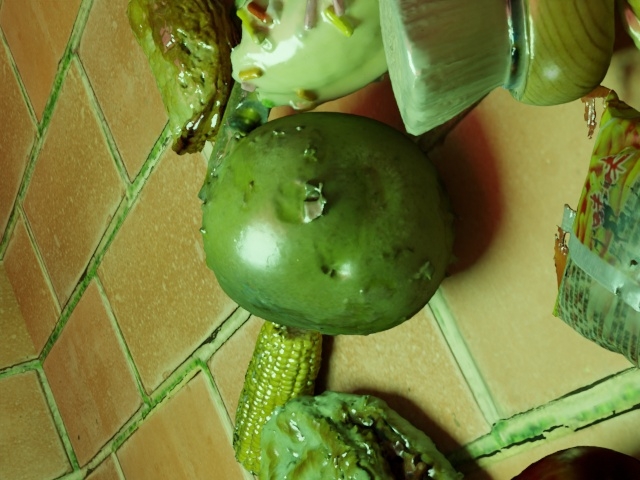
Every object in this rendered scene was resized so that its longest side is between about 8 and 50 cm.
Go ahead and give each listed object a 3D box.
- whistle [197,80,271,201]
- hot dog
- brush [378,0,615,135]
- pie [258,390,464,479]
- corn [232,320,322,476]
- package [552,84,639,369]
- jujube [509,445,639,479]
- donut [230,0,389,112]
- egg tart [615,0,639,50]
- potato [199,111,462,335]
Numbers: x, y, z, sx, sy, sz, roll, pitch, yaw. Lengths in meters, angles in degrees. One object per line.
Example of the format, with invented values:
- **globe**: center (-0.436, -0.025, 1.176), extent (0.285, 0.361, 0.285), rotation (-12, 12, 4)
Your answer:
- **whistle**: center (-0.078, -0.197, 1.108), extent (0.068, 0.057, 0.327), rotation (40, 114, 62)
- **hot dog**: center (-0.184, -0.258, 1.272), extent (0.175, 0.114, 0.259), rotation (-33, 74, 60)
- **brush**: center (0.127, -0.231, 0.734), extent (0.174, 0.166, 0.267), rotation (54, -152, -83)
- **pie**: center (0.040, 0.392, 1.149), extent (0.418, 0.180, 0.395), rotation (14, 114, 56)
- **corn**: center (-0.064, 0.226, 1.300), extent (0.115, 0.115, 0.318), rotation (46, 136, 36)
- **package**: center (0.284, 0.021, 0.701), extent (0.288, 0.108, 0.223), rotation (35, 127, 46)
- **jujube**: center (0.216, 0.340, 0.837), extent (0.223, 0.223, 0.318), rotation (46, 130, 36)
- **donut**: center (-0.020, -0.334, 0.894), extent (0.307, 0.150, 0.371), rotation (-29, 80, 30)
- **egg tart**: center (0.306, -0.229, 0.495), extent (0.443, 0.178, 0.443), rotation (28, 124, 50)
- **potato**: center (-0.018, -0.008, 1.005), extent (0.269, 0.219, 0.359), rotation (32, 159, -17)
